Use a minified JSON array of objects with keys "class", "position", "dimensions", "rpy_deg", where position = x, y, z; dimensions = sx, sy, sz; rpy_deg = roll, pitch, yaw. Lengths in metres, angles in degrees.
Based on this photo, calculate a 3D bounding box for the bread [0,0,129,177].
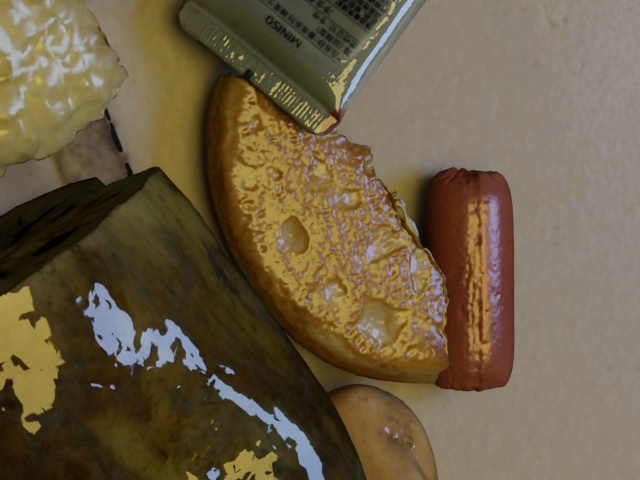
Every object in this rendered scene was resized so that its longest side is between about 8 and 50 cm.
[{"class":"bread","position":[-0.310,-0.069,0.950],"dimensions":[0.375,0.165,0.237],"rpy_deg":[-42,113,-18]}]

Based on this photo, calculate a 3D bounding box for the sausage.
[{"class":"sausage","position":[0.102,0.026,1.208],"dimensions":[0.062,0.062,0.154],"rpy_deg":[-2,93,-25]}]

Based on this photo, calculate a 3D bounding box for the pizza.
[{"class":"pizza","position":[0.000,-0.001,1.159],"dimensions":[0.246,0.058,0.127],"rpy_deg":[44,78,-16]}]

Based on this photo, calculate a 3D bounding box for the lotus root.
[{"class":"lotus root","position":[-0.107,0.142,1.013],"dimensions":[0.250,0.250,0.346],"rpy_deg":[-40,108,-18]}]

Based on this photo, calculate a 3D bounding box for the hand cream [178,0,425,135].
[{"class":"hand cream","position":[0.057,-0.225,1.162],"dimensions":[0.124,0.078,0.341],"rpy_deg":[39,75,1]}]

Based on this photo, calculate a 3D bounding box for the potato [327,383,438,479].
[{"class":"potato","position":[0.026,0.168,1.157],"dimensions":[0.112,0.112,0.147],"rpy_deg":[-3,87,-25]}]
